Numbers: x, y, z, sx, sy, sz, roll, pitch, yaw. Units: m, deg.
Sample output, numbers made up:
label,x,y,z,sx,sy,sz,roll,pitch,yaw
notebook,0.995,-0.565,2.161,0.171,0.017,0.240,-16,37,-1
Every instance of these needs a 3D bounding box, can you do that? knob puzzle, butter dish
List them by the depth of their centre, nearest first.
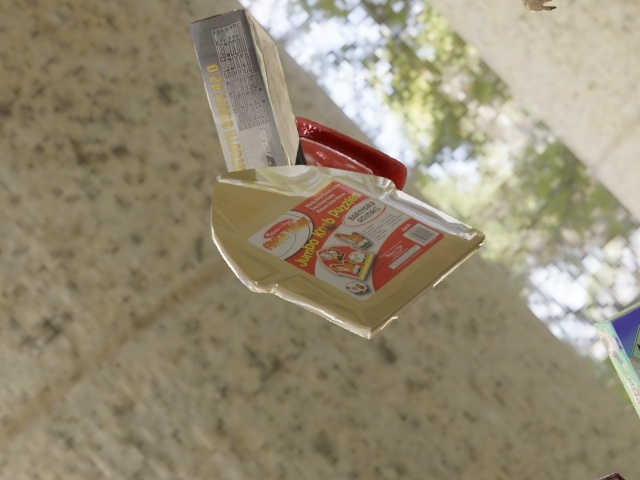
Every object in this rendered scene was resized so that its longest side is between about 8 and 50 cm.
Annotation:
label,x,y,z,sx,sy,sz,roll,pitch,yaw
knob puzzle,0.000,0.000,1.205,0.213,0.213,0.030,-34,-36,-46
butter dish,-0.005,-0.048,1.771,0.159,0.160,0.118,-64,-9,1

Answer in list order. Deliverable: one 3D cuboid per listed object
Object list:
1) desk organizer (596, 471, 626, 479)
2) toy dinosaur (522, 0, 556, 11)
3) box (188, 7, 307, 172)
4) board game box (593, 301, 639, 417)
label,x,y,z,sx,sy,sz,roll,pitch,yaw
desk organizer,0.153,0.204,1.034,0.130,0.047,0.050,-30,28,34
toy dinosaur,0.139,-0.197,1.065,0.183,0.053,0.092,-20,35,32
box,-0.053,-0.087,1.493,0.056,0.231,0.183,-16,-4,6
board game box,0.489,0.122,1.787,0.317,0.213,0.046,-26,-1,-18
